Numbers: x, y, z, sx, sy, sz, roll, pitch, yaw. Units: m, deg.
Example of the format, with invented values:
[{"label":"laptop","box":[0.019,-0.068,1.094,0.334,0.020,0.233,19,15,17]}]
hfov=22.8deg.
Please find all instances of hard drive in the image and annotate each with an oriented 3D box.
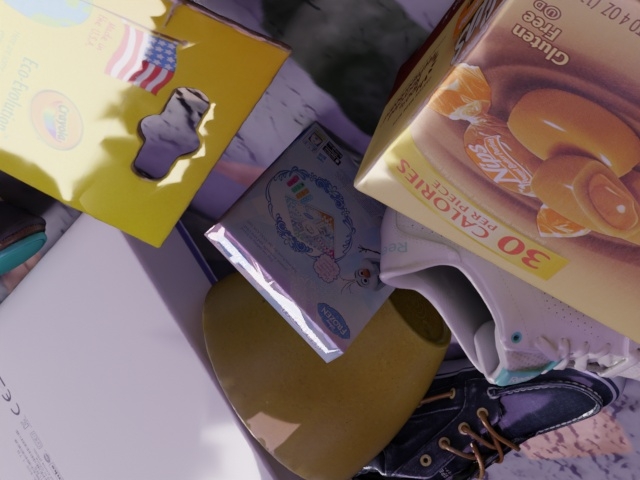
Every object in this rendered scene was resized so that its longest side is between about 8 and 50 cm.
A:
[{"label":"hard drive","box":[-0.134,0.117,1.010,0.210,0.040,0.318,58,141,6]}]

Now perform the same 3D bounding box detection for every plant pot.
[{"label":"plant pot","box":[0.014,0.054,0.876,0.095,0.134,0.134,-35,120,24]}]

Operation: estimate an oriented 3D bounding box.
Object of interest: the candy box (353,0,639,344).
[{"label":"candy box","box":[0.195,-0.021,0.687,0.316,0.087,0.183,28,145,-9]}]

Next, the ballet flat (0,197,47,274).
[{"label":"ballet flat","box":[-0.227,0.008,0.987,0.074,0.074,0.203,30,150,-12]}]

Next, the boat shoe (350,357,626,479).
[{"label":"boat shoe","box":[0.094,0.113,0.934,0.183,0.083,0.065,-15,132,42]}]

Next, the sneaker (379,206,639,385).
[{"label":"sneaker","box":[0.118,0.042,0.814,0.212,0.094,0.080,30,144,-12]}]

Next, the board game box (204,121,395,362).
[{"label":"board game box","box":[0.000,0.000,0.806,0.090,0.090,0.020,47,141,-7]}]

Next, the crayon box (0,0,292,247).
[{"label":"crayon box","box":[-0.175,-0.136,0.742,0.318,0.081,0.202,29,146,-9]}]
